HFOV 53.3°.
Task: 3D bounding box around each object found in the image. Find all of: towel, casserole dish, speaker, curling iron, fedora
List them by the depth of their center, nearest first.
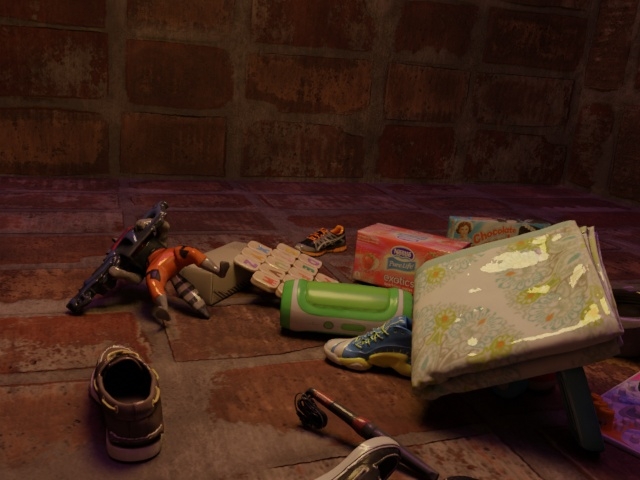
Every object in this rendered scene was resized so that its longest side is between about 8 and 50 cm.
[{"bbox_3d":[0.071,0.319,1.048,0.273,0.068,0.035,20,19,29],"label":"curling iron"},{"bbox_3d":[0.442,0.276,1.101,0.036,0.189,0.114,-15,3,9],"label":"casserole dish"},{"bbox_3d":[0.343,0.117,1.182,0.374,0.090,0.321,-20,29,24],"label":"towel"},{"bbox_3d":[0.059,0.160,1.480,0.296,0.131,0.131,5,15,2],"label":"speaker"},{"bbox_3d":[0.740,0.200,1.547,0.275,0.125,0.243,-8,16,-15],"label":"fedora"}]

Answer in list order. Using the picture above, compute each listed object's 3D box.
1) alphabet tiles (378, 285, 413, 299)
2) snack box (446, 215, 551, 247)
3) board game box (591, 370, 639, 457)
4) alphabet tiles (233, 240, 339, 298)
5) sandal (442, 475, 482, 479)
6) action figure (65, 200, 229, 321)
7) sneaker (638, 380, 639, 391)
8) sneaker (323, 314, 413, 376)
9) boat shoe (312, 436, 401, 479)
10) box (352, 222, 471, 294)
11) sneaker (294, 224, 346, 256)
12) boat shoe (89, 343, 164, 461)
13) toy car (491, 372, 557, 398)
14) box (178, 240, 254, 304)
[{"bbox_3d":[0.344,0.164,1.774,0.285,0.011,0.342,-11,22,-43],"label":"alphabet tiles"},{"bbox_3d":[0.553,0.024,2.014,0.321,0.187,0.060,2,16,-10],"label":"snack box"},{"bbox_3d":[0.729,0.341,1.174,0.389,0.051,0.389,-9,20,-41],"label":"board game box"},{"bbox_3d":[-0.086,0.083,1.719,0.277,0.021,0.284,27,22,3],"label":"alphabet tiles"},{"bbox_3d":[0.249,0.380,0.919,0.179,0.040,0.067,15,17,-20],"label":"sandal"},{"bbox_3d":[-0.423,0.091,1.543,0.330,0.179,0.341,30,70,38],"label":"action figure"},{"bbox_3d":[0.679,0.277,1.186,0.166,0.065,0.076,1,19,-7],"label":"sneaker"},{"bbox_3d":[0.129,0.206,1.332,0.239,0.126,0.091,7,15,7],"label":"sneaker"},{"bbox_3d":[0.050,0.351,0.891,0.219,0.078,0.070,-20,27,-40],"label":"boat shoe"},{"bbox_3d":[0.258,0.058,1.822,0.299,0.154,0.142,14,18,29],"label":"box"},{"bbox_3d":[0.000,0.000,2.126,0.214,0.083,0.084,-12,24,-42],"label":"sneaker"},{"bbox_3d":[-0.333,0.246,1.095,0.116,0.097,0.324,-1,17,-22],"label":"boat shoe"},{"bbox_3d":[0.413,0.172,1.334,0.219,0.238,0.210,-7,19,-39],"label":"toy car"},{"bbox_3d":[-0.261,0.082,1.722,0.113,0.094,0.275,12,17,23],"label":"box"}]
